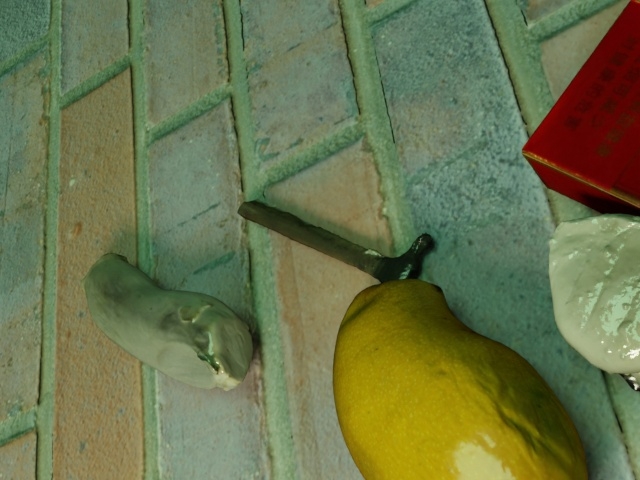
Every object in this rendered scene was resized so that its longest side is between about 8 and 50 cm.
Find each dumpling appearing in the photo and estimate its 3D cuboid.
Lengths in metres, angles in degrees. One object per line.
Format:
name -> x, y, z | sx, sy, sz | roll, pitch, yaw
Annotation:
dumpling -> 0.289, 0.052, 0.950 | 0.150, 0.092, 0.177 | -38, 45, 30

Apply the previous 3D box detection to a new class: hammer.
hammer -> 0.001, 0.000, 1.253 | 0.297, 0.027, 0.125 | 26, 78, 43

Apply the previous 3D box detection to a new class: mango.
mango -> 0.114, 0.167, 0.994 | 0.187, 0.144, 0.359 | -41, 40, -5

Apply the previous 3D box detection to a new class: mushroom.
mushroom -> -0.202, 0.098, 1.306 | 0.351, 0.097, 0.109 | 20, 78, 45

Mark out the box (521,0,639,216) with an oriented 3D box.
box -> 0.370, -0.087, 0.975 | 0.197, 0.089, 0.313 | -53, 46, -4
